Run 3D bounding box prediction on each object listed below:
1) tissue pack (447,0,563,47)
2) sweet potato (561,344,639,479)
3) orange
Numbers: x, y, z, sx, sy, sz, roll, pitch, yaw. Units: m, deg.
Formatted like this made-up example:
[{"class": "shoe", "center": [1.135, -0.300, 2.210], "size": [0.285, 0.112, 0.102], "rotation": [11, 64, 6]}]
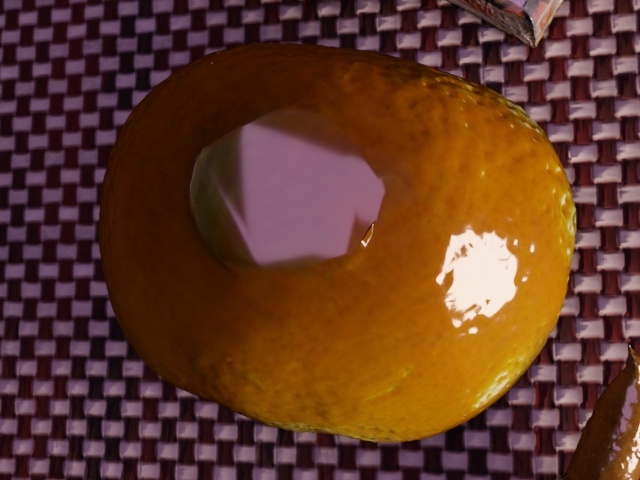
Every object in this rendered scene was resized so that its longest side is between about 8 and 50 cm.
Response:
[{"class": "tissue pack", "center": [0.146, -0.231, 0.632], "size": [0.109, 0.060, 0.148], "rotation": [32, 92, 17]}, {"class": "sweet potato", "center": [0.159, 0.196, 0.568], "size": [0.067, 0.067, 0.274], "rotation": [21, 95, 16]}, {"class": "orange", "center": [-0.004, 0.001, 0.594], "size": [0.335, 0.196, 0.262], "rotation": [14, 100, 8]}]
